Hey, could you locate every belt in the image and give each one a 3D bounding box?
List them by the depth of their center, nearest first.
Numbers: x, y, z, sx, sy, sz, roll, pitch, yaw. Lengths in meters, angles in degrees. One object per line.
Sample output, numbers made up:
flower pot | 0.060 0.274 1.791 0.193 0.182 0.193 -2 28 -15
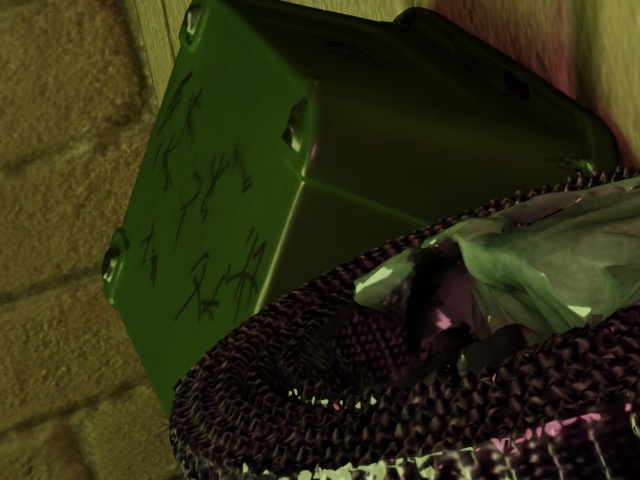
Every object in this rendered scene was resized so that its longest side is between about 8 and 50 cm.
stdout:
belt | 0.076 0.059 0.698 0.325 0.260 0.122 -155 42 -76

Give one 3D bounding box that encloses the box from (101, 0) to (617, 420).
box | 0.000 0.000 1.005 0.328 0.178 0.252 -129 54 -67
